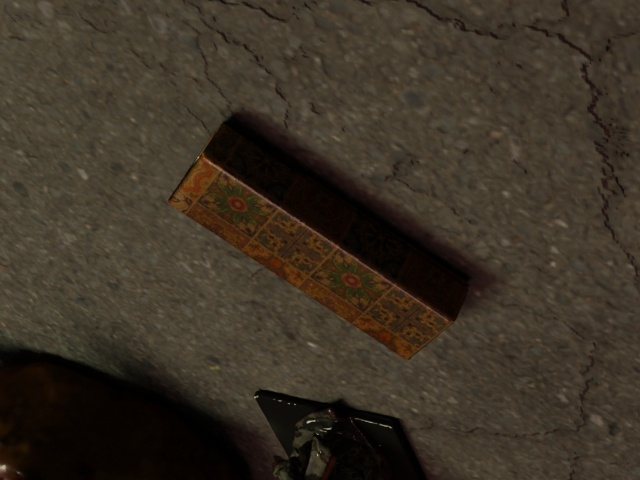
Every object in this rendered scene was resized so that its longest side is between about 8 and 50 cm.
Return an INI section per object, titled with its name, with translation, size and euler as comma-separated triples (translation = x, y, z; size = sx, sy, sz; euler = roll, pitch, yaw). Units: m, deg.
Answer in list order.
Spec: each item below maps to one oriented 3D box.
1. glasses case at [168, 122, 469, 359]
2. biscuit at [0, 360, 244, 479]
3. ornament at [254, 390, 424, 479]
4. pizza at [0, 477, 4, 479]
[glasses case]
translation = 0.000, 0.000, 1.076
size = 0.218, 0.049, 0.075
euler = 34, 141, -7
[biscuit]
translation = -0.235, 0.306, 1.583
size = 0.343, 0.166, 0.395
euler = 17, 145, 22
[ornament]
translation = -0.014, 0.262, 1.322
size = 0.153, 0.196, 0.166
euler = 7, 141, 31
[pizza]
translation = -0.262, 0.311, 1.398
size = 0.189, 0.071, 0.297
euler = 11, 141, 23
